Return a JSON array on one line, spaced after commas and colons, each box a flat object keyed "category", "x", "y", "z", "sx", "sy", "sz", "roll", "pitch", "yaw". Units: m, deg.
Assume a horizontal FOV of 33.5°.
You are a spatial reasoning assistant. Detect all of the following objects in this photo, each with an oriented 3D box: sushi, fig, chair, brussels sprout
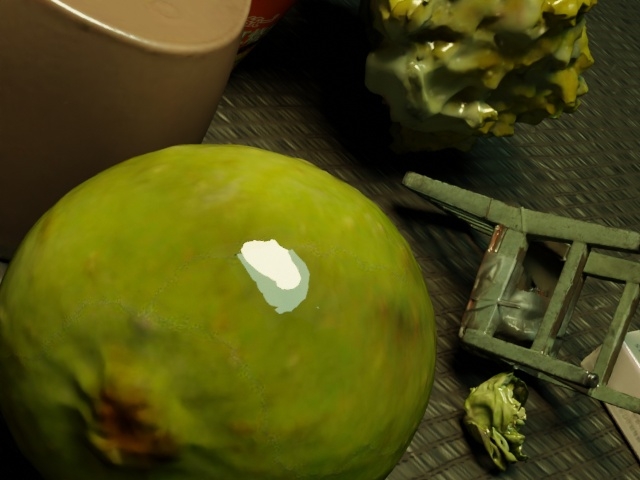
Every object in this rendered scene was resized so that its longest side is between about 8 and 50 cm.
[{"category": "sushi", "x": 0.138, "y": -0.286, "z": 1.052, "sx": 0.240, "sy": 0.396, "sz": 0.351, "roll": -12, "pitch": 56, "yaw": 3}, {"category": "fig", "x": -0.043, "y": 0.058, "z": 0.688, "sx": 0.258, "sy": 0.258, "sz": 0.326, "roll": 50, "pitch": 27, "yaw": 11}, {"category": "chair", "x": 0.185, "y": 0.048, "z": 0.988, "sx": 0.270, "sy": 0.147, "sz": 0.136, "roll": 18, "pitch": -7, "yaw": 42}, {"category": "brussels sprout", "x": 0.154, "y": 0.157, "z": 0.917, "sx": 0.085, "sy": 0.058, "sz": 0.085, "roll": -20, "pitch": 90, "yaw": -75}]

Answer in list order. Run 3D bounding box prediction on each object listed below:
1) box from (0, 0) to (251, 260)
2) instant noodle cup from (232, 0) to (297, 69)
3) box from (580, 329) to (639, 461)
[{"category": "box", "x": -0.195, "y": -0.158, "z": 0.797, "sx": 0.301, "sy": 0.216, "sz": 0.301, "roll": 24, "pitch": 39, "yaw": -21}, {"category": "instant noodle cup", "x": -0.112, "y": -0.258, "z": 0.995, "sx": 0.213, "sy": 0.174, "sz": 0.213, "roll": 23, "pitch": 42, "yaw": -23}, {"category": "box", "x": 0.418, "y": 0.240, "z": 1.049, "sx": 0.200, "sy": 0.065, "sz": 0.343, "roll": -3, "pitch": 55, "yaw": -43}]
